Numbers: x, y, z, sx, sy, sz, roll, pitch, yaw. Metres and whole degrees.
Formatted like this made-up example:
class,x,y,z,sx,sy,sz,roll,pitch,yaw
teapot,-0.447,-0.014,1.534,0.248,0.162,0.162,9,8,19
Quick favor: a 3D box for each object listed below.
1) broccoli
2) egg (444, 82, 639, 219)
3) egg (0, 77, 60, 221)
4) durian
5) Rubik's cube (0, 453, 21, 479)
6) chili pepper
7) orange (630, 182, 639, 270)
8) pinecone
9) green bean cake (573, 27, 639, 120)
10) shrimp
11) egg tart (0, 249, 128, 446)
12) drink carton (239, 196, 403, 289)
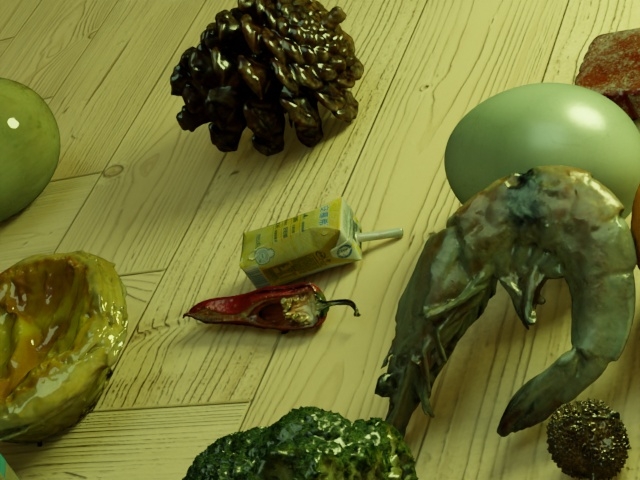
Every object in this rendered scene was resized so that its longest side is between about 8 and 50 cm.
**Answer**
class,x,y,z,sx,sy,sz,roll,pitch,yaw
broccoli,-0.025,0.302,1.274,0.304,0.321,0.283,-41,64,5
egg,0.245,-0.086,1.595,0.183,0.183,0.264,-48,31,-21
egg,-0.547,-0.126,2.256,0.295,0.218,0.218,-43,32,12
durian,0.251,0.191,1.341,0.080,0.080,0.091,-13,51,26
Rubik's cube,-0.468,0.309,1.597,0.265,0.213,0.224,-10,54,6
chili pepper,-0.059,0.085,1.751,0.268,0.059,0.050,-7,3,37
orange,0.399,-0.019,1.409,0.193,0.161,0.193,-15,43,14
pinecone,-0.079,-0.231,2.018,0.309,0.244,0.244,-26,31,38
green bean cake,0.385,-0.202,1.741,0.135,0.056,0.135,-6,42,36
shrimp,0.181,0.087,1.453,0.247,0.085,0.360,42,100,34
egg tart,-0.372,0.153,1.837,0.341,0.132,0.341,-23,35,17
drink carton,0.000,0.000,1.783,0.200,0.074,0.084,-20,36,20
